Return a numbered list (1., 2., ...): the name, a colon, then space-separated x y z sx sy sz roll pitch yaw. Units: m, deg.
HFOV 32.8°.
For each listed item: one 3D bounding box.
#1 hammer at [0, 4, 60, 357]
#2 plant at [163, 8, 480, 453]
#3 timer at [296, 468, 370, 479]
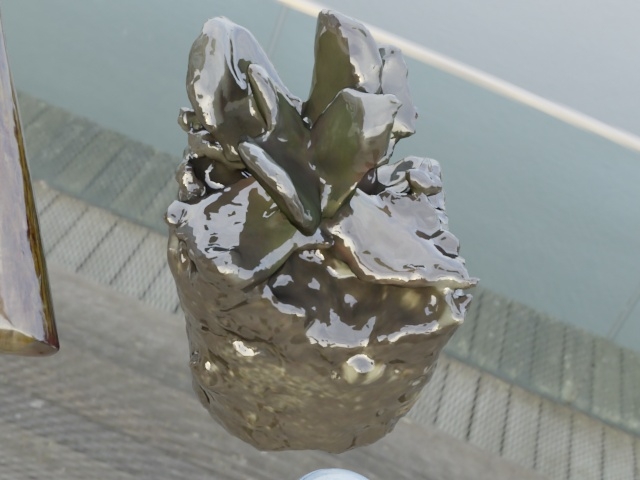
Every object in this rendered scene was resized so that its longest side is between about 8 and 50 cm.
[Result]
1. hammer: -0.207 -0.135 0.580 0.243 0.408 0.095 -8 1 -19
2. plant: 0.000 0.000 0.714 0.189 0.276 0.199 0 40 -1
3. timer: 0.048 0.369 1.302 0.175 0.175 0.255 -9 15 -39
